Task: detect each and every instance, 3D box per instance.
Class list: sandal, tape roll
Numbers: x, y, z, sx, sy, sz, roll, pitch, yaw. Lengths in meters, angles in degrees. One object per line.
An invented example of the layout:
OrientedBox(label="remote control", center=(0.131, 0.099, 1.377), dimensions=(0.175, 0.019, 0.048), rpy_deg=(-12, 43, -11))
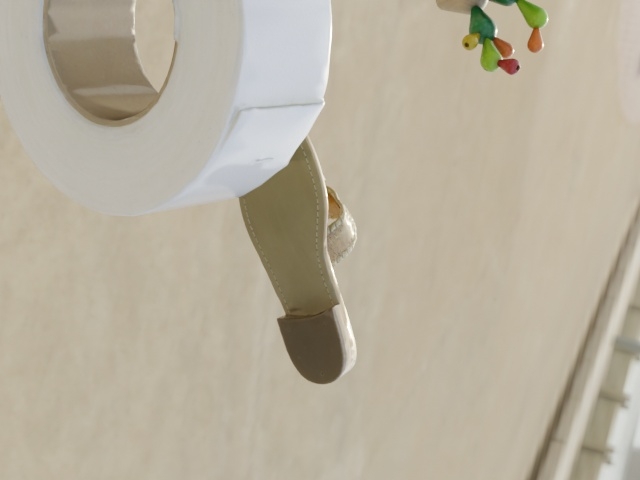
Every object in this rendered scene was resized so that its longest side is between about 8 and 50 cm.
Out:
OrientedBox(label="sandal", center=(-0.006, 0.000, 1.141), dimensions=(0.079, 0.088, 0.240), rpy_deg=(-26, 106, -55))
OrientedBox(label="tape roll", center=(-0.127, -0.162, 0.988), dimensions=(0.100, 0.286, 0.286), rpy_deg=(-11, 115, -50))

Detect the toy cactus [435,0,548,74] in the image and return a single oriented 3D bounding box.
OrientedBox(label="toy cactus", center=(0.221, -0.324, 1.714), dimensions=(0.112, 0.180, 0.219), rpy_deg=(8, 89, -42))
